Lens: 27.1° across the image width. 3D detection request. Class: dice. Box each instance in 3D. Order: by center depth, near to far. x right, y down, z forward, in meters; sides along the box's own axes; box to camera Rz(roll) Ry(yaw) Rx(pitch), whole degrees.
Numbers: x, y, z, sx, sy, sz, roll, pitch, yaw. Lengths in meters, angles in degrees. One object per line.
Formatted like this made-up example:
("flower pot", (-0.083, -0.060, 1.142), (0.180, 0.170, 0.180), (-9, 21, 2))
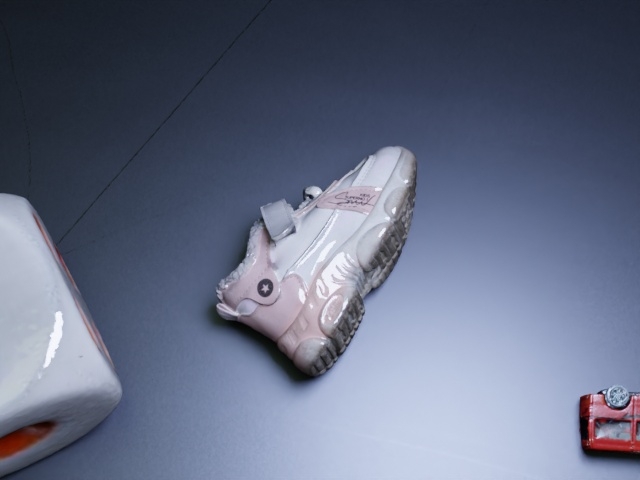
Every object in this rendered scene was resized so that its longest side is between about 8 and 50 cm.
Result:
("dice", (-0.458, 0.136, 1.735), (0.304, 0.277, 0.304), (-26, 71, -7))

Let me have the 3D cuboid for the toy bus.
("toy bus", (0.453, 0.247, 1.809), (0.195, 0.081, 0.089), (3, 79, 0))

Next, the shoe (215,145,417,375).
("shoe", (0.000, -0.002, 1.845), (0.198, 0.172, 0.351), (26, 70, 12))
